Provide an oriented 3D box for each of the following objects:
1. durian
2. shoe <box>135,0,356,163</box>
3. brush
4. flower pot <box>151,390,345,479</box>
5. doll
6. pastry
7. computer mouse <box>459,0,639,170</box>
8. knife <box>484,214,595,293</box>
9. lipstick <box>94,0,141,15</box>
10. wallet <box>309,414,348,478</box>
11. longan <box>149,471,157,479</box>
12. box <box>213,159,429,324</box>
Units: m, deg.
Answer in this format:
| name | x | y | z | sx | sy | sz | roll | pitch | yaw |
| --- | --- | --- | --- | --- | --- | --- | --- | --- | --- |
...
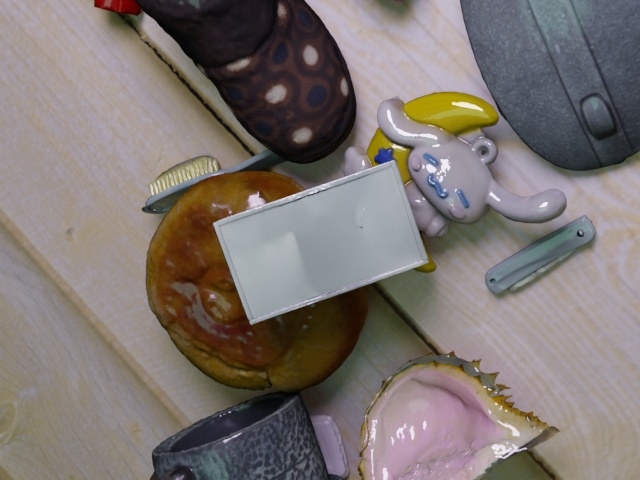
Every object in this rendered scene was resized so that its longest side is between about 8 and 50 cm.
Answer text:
| name | x | y | z | sx | sy | sz | roll | pitch | yaw |
| --- | --- | --- | --- | --- | --- | --- | --- | --- | --- |
| durian | 0.163 | 0.269 | 0.929 | 0.305 | 0.185 | 0.195 | -44 | 67 | 23 |
| shoe | -0.101 | -0.274 | 0.803 | 0.171 | 0.237 | 0.384 | -31 | 90 | 12 |
| brush | -0.159 | -0.113 | 0.996 | 0.297 | 0.068 | 0.060 | -18 | 76 | 22 |
| flower pot | -0.085 | 0.396 | 0.948 | 0.299 | 0.299 | 0.283 | -20 | 88 | 26 |
| doll | 0.152 | -0.079 | 0.840 | 0.237 | 0.111 | 0.252 | -39 | 79 | 29 |
| pastry | -0.096 | 0.067 | 0.959 | 0.356 | 0.164 | 0.356 | 7 | 113 | 18 |
| computer mouse | 0.273 | -0.250 | 0.738 | 0.203 | 0.114 | 0.374 | -25 | 96 | 26 |
| knife | 0.294 | 0.024 | 0.863 | 0.162 | 0.023 | 0.044 | -36 | 88 | 27 |
| lipstick | -0.276 | -0.473 | 0.923 | 0.073 | 0.073 | 0.280 | 19 | 111 | 16 |
| wallet | -0.046 | 0.361 | 1.102 | 0.183 | 0.032 | 0.124 | -9 | 100 | 26 |
| longan | -0.228 | 0.459 | 1.138 | 0.167 | 0.167 | 0.187 | 43 | 135 | 5 |
| box | 0.000 | 0.000 | 0.788 | 0.225 | 0.086 | 0.129 | -19 | 95 | -1 |
